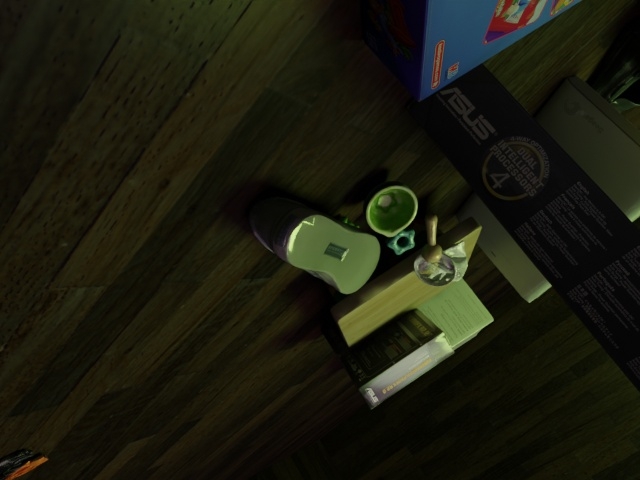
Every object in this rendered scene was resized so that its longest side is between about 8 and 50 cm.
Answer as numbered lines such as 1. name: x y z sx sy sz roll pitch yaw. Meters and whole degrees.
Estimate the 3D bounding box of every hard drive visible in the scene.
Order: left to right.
1. hard drive: 0.359 -0.064 0.802 0.040 0.203 0.307 -20 153 -33

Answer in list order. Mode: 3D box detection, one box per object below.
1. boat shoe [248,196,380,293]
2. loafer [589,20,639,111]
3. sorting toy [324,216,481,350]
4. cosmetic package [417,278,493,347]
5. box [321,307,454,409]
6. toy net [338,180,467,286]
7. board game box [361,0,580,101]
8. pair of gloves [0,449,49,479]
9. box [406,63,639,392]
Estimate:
1. boat shoe: -0.001 0.001 0.596 0.079 0.081 0.227 -57 149 2
2. loafer: 0.451 -0.225 0.771 0.076 0.078 0.223 -30 158 -11
3. sorting toy: 0.125 0.061 0.877 0.257 0.089 0.255 -32 158 -5
4. cosmetic package: 0.266 0.285 1.444 0.385 0.156 0.217 -32 160 -10
5. box: 0.119 0.195 0.997 0.183 0.231 0.056 -32 113 -6
6. toy net: 0.122 0.015 0.695 0.232 0.045 0.122 36 104 -30
7. board game box: 0.129 -0.256 0.253 0.233 0.078 0.347 -33 158 -6
8. pair of gloves: -0.427 0.313 0.711 0.074 0.010 0.083 -26 154 -18
9. box: 0.291 -0.002 0.581 0.097 0.395 0.318 -43 156 23
